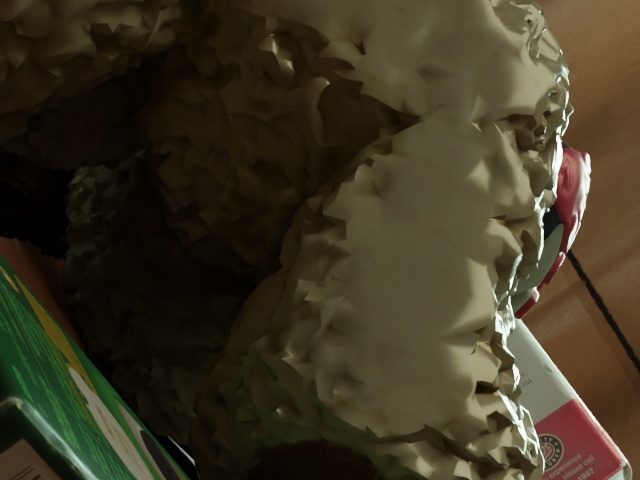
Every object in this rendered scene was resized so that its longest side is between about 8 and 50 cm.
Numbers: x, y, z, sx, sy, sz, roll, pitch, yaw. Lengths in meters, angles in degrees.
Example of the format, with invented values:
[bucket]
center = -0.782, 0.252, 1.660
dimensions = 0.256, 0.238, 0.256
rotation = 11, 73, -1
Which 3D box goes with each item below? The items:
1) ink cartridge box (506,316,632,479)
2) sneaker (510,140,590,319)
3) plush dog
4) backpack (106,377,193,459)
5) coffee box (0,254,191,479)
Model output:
[ink cartridge box]
center = 0.074, 0.128, 1.517
dimensions = 0.283, 0.207, 0.117
rotation = 55, -2, 20
[sneaker]
center = 0.000, 0.000, 0.994
dimensions = 0.112, 0.299, 0.121
rotation = 51, 44, -30
[plush dog]
center = -0.016, -0.011, 0.608
dimensions = 0.262, 0.210, 0.225
rotation = 46, -29, 9
[backpack]
center = -0.003, 0.014, 0.847
dimensions = 0.144, 0.188, 0.166
rotation = 37, -8, 30
[coffee box]
center = -0.040, 0.072, 0.404
dimensions = 0.184, 0.040, 0.113
rotation = 55, -3, -36
